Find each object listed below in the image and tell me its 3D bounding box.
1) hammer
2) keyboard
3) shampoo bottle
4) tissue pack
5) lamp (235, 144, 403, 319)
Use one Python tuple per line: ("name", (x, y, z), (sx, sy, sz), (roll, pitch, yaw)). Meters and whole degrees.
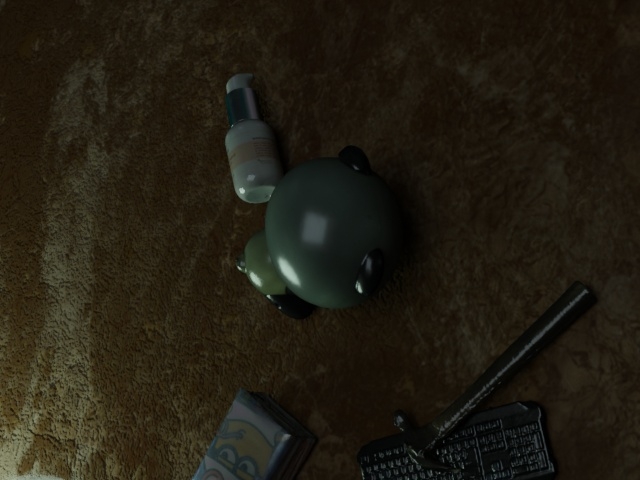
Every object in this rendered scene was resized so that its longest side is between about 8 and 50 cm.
("hammer", (0.210, 0.157, 1.321), (0.297, 0.027, 0.125), (-46, 47, 12))
("keyboard", (0.158, 0.268, 1.350), (0.262, 0.016, 0.106), (-21, 67, 30))
("shampoo bottle", (-0.103, -0.150, 1.602), (0.074, 0.074, 0.192), (-27, 65, 28))
("tissue pack", (-0.092, 0.293, 1.495), (0.115, 0.065, 0.155), (36, 103, 37))
("lamp", (0.000, 0.000, 1.440), (0.244, 0.197, 0.198), (-32, 59, 52))
